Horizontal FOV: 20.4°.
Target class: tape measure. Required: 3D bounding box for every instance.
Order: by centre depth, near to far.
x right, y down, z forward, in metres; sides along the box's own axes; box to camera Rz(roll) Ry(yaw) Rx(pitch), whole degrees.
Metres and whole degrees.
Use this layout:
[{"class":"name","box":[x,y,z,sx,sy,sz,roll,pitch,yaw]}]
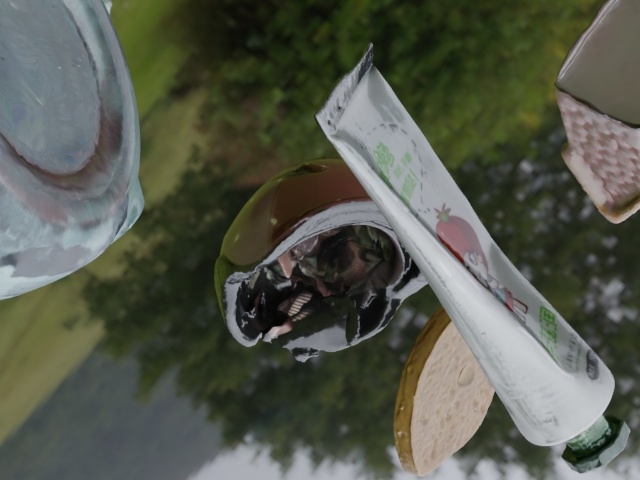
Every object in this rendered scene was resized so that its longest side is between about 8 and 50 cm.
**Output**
[{"class":"tape measure","box":[-0.221,-0.088,1.080,0.147,0.256,0.275,-18,176,25]}]

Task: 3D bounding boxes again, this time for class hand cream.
[{"class":"hand cream","box":[0.105,0.021,1.223,0.076,0.336,0.121,-28,-161,25]}]

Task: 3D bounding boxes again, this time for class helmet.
[{"class":"helmet","box":[0.000,0.000,1.679,0.253,0.198,0.154,116,-31,-42]}]

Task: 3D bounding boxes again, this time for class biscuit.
[{"class":"biscuit","box":[0.131,0.126,1.735,0.029,0.142,0.220,24,-93,39]}]

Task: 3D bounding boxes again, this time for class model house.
[{"class":"model house","box":[0.402,-0.126,1.894,0.202,0.237,0.237,-53,151,-18]}]

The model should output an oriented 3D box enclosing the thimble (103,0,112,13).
[{"class":"thimble","box":[-0.337,-0.282,1.888,0.150,0.237,0.237,-29,-157,51]}]
